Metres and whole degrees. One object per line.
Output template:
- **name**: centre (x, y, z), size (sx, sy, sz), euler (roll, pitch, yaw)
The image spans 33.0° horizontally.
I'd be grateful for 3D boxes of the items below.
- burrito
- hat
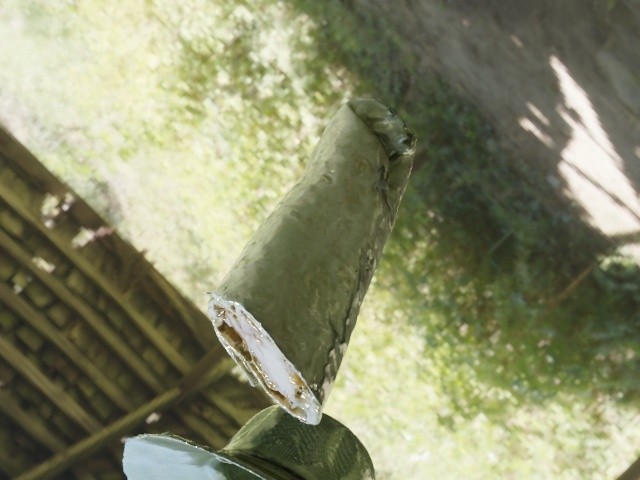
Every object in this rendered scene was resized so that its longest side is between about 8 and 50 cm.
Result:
- **burrito**: centre (0.000, 0.000, 0.639), size (0.087, 0.226, 0.060), euler (29, 140, -2)
- **hat**: centre (-0.019, 0.184, 0.808), size (0.252, 0.110, 0.252), euler (25, 147, 17)
